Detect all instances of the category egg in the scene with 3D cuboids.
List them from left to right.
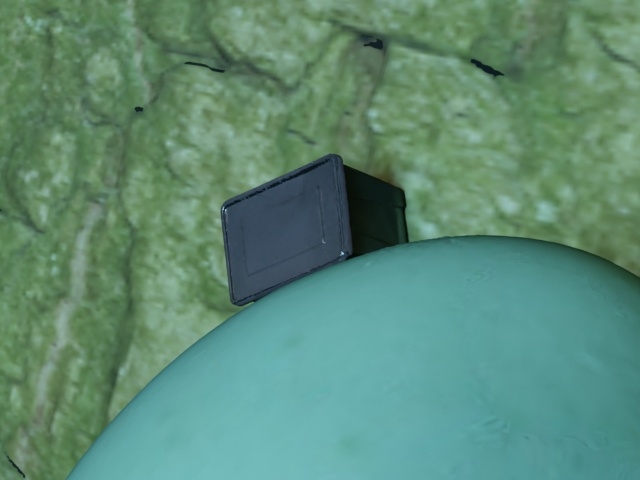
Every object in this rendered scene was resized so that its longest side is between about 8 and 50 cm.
[{"bbox_3d":[0.014,0.168,0.723,0.389,0.276,0.276,-52,50,21],"label":"egg"}]

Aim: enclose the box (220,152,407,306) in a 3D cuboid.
[{"bbox_3d":[0.000,0.000,0.927,0.085,0.063,0.060,-24,62,38],"label":"box"}]
